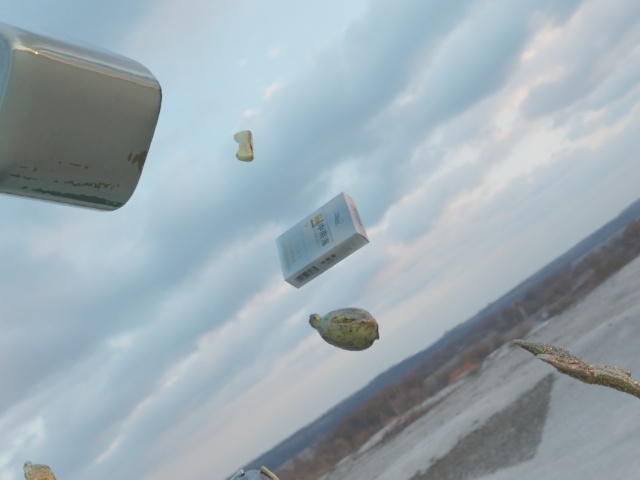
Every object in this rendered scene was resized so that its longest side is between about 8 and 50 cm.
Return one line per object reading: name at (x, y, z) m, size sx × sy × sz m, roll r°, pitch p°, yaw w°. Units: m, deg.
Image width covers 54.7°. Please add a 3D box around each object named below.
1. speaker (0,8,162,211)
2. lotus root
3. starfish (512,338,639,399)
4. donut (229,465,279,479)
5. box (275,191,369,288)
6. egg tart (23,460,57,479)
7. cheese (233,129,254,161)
speaker at (-0.392, -0.171, 0.662) m, size 0.184 × 0.406 × 0.183 m, roll 2°, pitch -70°, yaw -68°
lotus root at (0.070, 0.260, 1.827) m, size 0.213 × 0.139 × 0.138 m, roll 6°, pitch -13°, yaw 6°
starfish at (0.432, 0.212, 1.039) m, size 0.240 × 0.227 × 0.043 m, roll 19°, pitch -91°, yaw -38°
donut at (-0.050, 0.566, 1.125) m, size 0.136 × 0.345 × 0.259 m, roll -55°, pitch 2°, yaw -2°
box at (0.000, 0.000, 1.630) m, size 0.242 × 0.155 × 0.067 m, roll -35°, pitch -42°, yaw 19°
egg tart at (-0.647, 0.568, 1.445) m, size 0.049 × 0.129 × 0.129 m, roll -27°, pitch -16°, yaw -21°
cheese at (-0.168, -0.207, 1.355) m, size 0.044 × 0.083 × 0.030 m, roll -9°, pitch -33°, yaw 2°
